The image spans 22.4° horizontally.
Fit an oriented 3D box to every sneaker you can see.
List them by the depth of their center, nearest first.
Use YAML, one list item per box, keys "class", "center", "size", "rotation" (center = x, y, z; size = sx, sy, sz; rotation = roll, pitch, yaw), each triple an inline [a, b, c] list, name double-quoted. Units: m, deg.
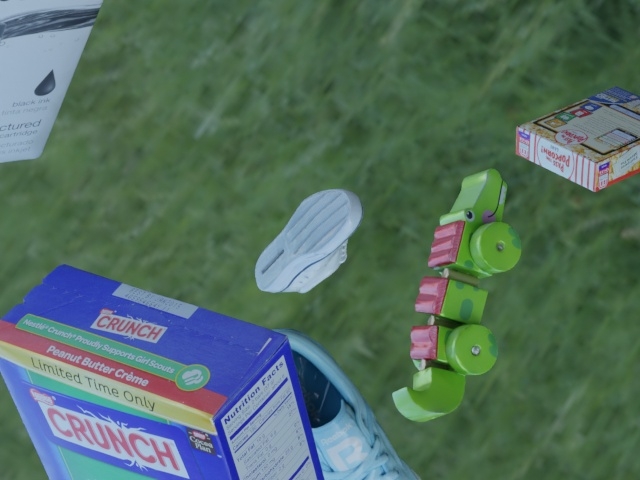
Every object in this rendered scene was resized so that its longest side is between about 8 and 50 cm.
- class: "sneaker"
  center: [0.026, 0.261, 1.906]
  size: [0.366, 0.135, 0.150]
  rotation: [51, 178, 12]
- class: "sneaker"
  center: [0.000, 0.000, 2.395]
  size: [0.091, 0.094, 0.258]
  rotation: [5, 153, -33]

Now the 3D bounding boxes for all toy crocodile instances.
- class: "toy crocodile"
  center: [0.171, 0.069, 2.075]
  size: [0.105, 0.341, 0.115]
  rotation: [19, 167, -24]

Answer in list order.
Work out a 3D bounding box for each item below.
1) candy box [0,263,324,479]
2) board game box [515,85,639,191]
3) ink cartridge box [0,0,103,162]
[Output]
- class: "candy box"
  center: [-0.138, 0.199, 1.519]
  size: [0.268, 0.122, 0.317]
  rotation: [16, 136, 32]
- class: "board game box"
  center: [0.379, -0.138, 2.150]
  size: [0.146, 0.193, 0.045]
  rotation: [32, 134, 44]
- class: "ink cartridge box"
  center: [-0.370, -0.241, 1.531]
  size: [0.166, 0.285, 0.395]
  rotation: [64, 144, 25]
